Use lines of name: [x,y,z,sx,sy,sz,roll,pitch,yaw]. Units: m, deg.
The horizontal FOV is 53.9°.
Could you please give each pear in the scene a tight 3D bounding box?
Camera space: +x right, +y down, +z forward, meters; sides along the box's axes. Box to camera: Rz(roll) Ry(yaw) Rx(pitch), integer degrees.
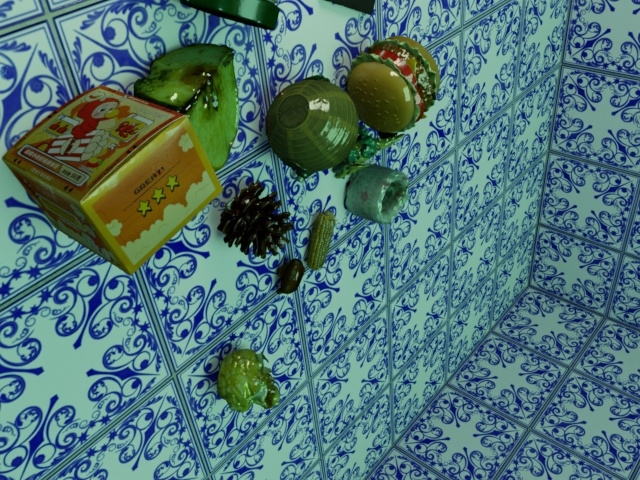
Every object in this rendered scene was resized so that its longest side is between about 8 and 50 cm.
pear: [-0.279,-0.277,1.403,0.255,0.164,0.238,80,27,-51]

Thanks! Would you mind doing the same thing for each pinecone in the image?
pinecone: [-0.163,-0.047,1.667,0.208,0.208,0.207,-31,133,-40]

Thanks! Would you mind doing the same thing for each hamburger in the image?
hamburger: [0.199,-0.441,1.844,0.212,0.274,0.274,-48,142,-25]

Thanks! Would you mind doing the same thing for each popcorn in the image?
popcorn: [-0.209,0.426,1.885,0.197,0.213,0.198,-60,179,-2]

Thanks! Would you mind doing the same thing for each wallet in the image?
wallet: [0.087,-0.709,1.744,0.244,0.025,0.124,-8,116,-51]

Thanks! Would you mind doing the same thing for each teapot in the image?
teapot: [-0.100,0.112,1.959,0.098,0.078,0.129,-87,-160,-66]

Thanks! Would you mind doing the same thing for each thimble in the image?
thimble: [0.197,-0.160,2.123,0.211,0.149,0.185,-21,124,-47]

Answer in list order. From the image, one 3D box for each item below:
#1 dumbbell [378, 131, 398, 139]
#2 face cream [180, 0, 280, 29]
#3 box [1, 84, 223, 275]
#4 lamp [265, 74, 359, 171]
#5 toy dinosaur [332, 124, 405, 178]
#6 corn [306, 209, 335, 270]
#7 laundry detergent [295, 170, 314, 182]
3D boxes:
dumbbell: [0.218,-0.376,2.085,0.069,0.069,0.147,-55,145,-15]
face cream: [-0.149,-0.638,1.295,0.313,0.220,0.356,-3,113,-53]
box: [-0.396,-0.130,1.215,0.259,0.284,0.213,-46,140,-26]
lamp: [-0.008,-0.298,1.674,0.284,0.250,0.250,20,94,-60]
toy dinosaur: [0.143,-0.291,1.968,0.259,0.094,0.153,-30,145,3]
corn: [0.000,0.000,2.025,0.068,0.068,0.207,-8,118,-52]
laundry detergent: [-0.021,-0.269,1.838,0.137,0.063,0.210,34,84,-54]
